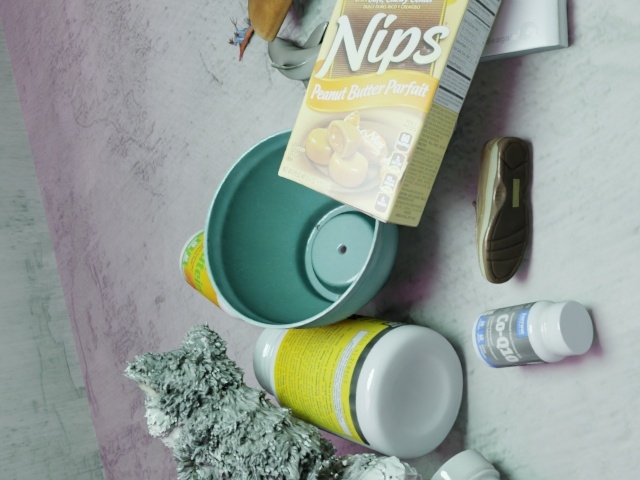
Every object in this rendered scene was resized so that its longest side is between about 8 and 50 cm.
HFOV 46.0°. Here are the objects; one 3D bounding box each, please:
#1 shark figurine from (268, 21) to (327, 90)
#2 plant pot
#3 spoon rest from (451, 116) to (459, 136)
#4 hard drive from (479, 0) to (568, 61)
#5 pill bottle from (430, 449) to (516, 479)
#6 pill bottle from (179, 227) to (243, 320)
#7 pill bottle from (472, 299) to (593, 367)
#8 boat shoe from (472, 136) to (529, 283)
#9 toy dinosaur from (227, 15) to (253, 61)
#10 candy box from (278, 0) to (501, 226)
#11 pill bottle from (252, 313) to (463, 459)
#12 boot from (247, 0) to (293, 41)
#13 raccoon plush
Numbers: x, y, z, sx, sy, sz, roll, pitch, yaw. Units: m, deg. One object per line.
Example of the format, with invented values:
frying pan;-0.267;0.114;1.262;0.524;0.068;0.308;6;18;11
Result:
shark figurine;-0.021;-0.312;1.230;0.278;0.116;0.166;-22;80;55
plant pot;0.000;0.000;1.138;0.293;0.196;0.293;-9;72;30
spoon rest;0.100;-0.224;1.101;0.276;0.084;0.137;49;130;38
hard drive;0.199;-0.382;0.942;0.203;0.040;0.307;0;95;38
pill bottle;0.245;0.387;0.972;0.229;0.131;0.131;44;129;41
pill bottle;-0.160;0.072;1.460;0.246;0.136;0.136;28;118;48
pill bottle;0.264;0.117;0.944;0.137;0.078;0.078;-21;79;53
boat shoe;0.230;-0.040;0.986;0.072;0.068;0.190;14;98;64
toy dinosaur;-0.140;-0.399;1.452;0.082;0.047;0.090;3;132;45
candy box;0.084;-0.196;0.943;0.183;0.087;0.316;25;101;33
pill bottle;0.040;0.206;1.169;0.334;0.188;0.188;4;99;53
boot;-0.048;-0.512;1.237;0.280;0.096;0.264;-49;49;51
raccoon plush;-0.075;0.243;1.079;0.446;0.216;0.299;-23;89;30
